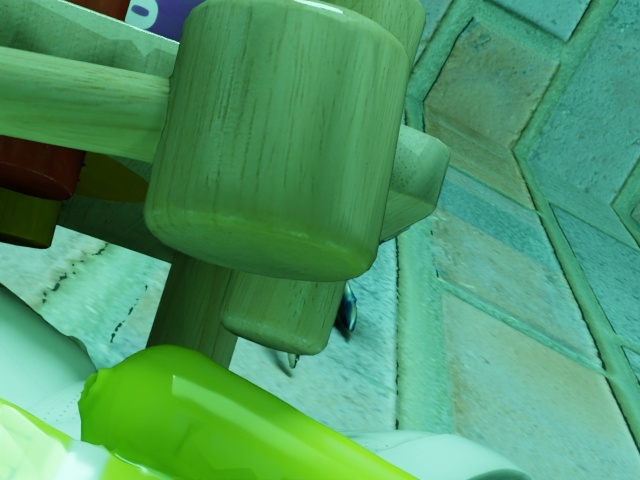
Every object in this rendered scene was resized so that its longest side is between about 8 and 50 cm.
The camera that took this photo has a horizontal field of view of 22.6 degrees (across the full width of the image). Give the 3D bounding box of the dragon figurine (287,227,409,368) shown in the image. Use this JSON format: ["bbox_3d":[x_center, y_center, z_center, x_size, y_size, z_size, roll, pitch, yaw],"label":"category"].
[{"bbox_3d":[0.000,0.000,1.001,0.144,0.085,0.289,23,12,-25],"label":"dragon figurine"}]

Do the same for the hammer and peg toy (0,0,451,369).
[{"bbox_3d":[-0.098,-0.054,0.534,0.266,0.127,0.361,19,-12,-10],"label":"hammer and peg toy"}]

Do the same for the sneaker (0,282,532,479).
[{"bbox_3d":[-0.052,0.071,0.527,0.169,0.108,0.292,39,16,28],"label":"sneaker"}]

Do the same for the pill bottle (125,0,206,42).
[{"bbox_3d":[-0.163,-0.173,1.111,0.323,0.181,0.181,16,18,-47],"label":"pill bottle"}]

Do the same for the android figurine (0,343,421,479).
[{"bbox_3d":[-0.041,0.119,0.303,0.273,0.056,0.248,30,37,-7],"label":"android figurine"}]
